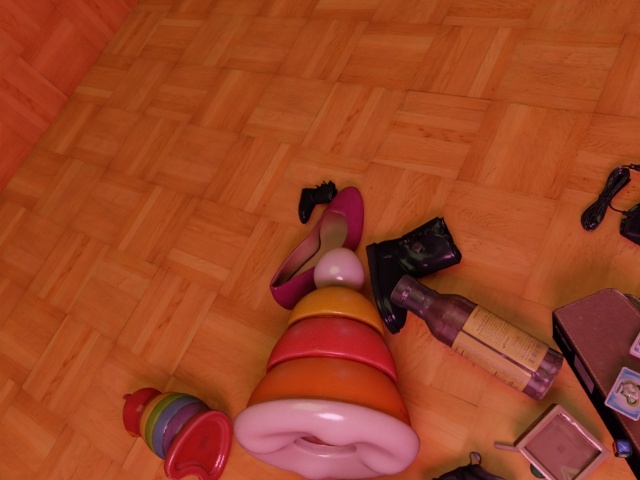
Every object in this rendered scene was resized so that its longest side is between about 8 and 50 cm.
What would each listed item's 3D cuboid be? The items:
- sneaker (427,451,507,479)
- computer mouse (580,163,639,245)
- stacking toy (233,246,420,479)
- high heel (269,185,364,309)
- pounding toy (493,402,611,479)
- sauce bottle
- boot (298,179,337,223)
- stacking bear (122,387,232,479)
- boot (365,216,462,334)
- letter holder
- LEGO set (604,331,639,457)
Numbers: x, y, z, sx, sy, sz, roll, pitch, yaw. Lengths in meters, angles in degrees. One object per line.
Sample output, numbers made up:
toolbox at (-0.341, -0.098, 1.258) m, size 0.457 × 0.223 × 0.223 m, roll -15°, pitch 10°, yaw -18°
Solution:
sneaker at (0.308, 0.507, 0.942) m, size 0.153 × 0.101 × 0.268 m, roll -41°, pitch 51°, yaw 3°
computer mouse at (0.694, -0.059, 1.098) m, size 0.262 × 0.060 × 0.184 m, roll 24°, pitch 80°, yaw 46°
stacking toy at (0.031, 0.222, 1.132) m, size 0.351 × 0.350 × 0.480 m, roll -10°, pitch 48°, yaw 21°
high heel at (0.000, 0.000, 1.323) m, size 0.127 × 0.181 × 0.377 m, roll 8°, pitch 68°, yaw 29°
pounding toy at (0.414, 0.379, 0.980) m, size 0.141 × 0.100 × 0.130 m, roll -45°, pitch 68°, yaw 0°
sauce bottle at (0.304, 0.180, 1.082) m, size 0.344 × 0.111 × 0.111 m, roll 33°, pitch 81°, yaw 22°
boot at (-0.006, -0.105, 1.470) m, size 0.099 × 0.045 × 0.121 m, roll -8°, pitch 57°, yaw 22°
stacking bear at (-0.363, 0.438, 1.283) m, size 0.289 × 0.175 × 0.164 m, roll 10°, pitch 70°, yaw 38°
boot at (0.221, 0.072, 1.229) m, size 0.207 × 0.094 × 0.246 m, roll -22°, pitch 50°, yaw 18°
letter holder at (0.580, 0.233, 0.935) m, size 0.214 × 0.152 × 0.301 m, roll -26°, pitch 55°, yaw 9°
LEGO set at (0.549, 0.258, 0.826) m, size 0.182 × 0.060 × 0.244 m, roll 27°, pitch 63°, yaw 32°
